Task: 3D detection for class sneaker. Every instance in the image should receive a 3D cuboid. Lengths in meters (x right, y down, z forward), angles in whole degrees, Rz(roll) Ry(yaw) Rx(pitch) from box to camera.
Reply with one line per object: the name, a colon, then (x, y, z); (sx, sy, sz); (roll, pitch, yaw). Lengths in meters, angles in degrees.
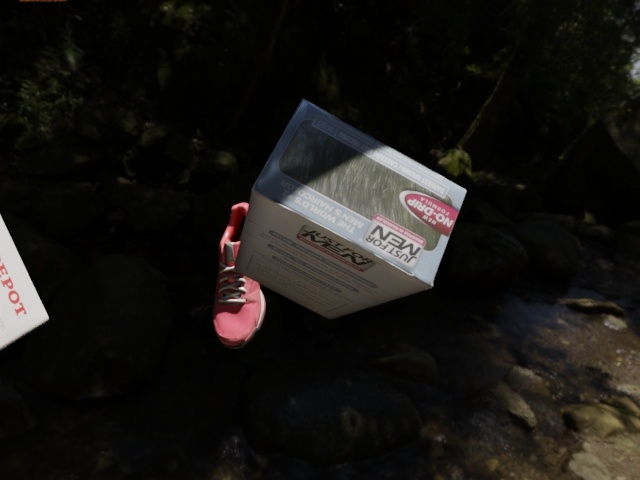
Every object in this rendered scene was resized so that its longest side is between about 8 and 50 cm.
sneaker: (-0.181, 0.063, 0.928); (0.115, 0.136, 0.314); (-1, 65, 11)

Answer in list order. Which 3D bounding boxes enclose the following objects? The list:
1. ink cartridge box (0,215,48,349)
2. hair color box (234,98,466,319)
ink cartridge box: (-0.410, 0.050, 0.363); (0.117, 0.207, 0.283); (-10, 17, 16)
hair color box: (0.000, 0.000, 0.576); (0.185, 0.374, 0.114); (28, 72, -5)
